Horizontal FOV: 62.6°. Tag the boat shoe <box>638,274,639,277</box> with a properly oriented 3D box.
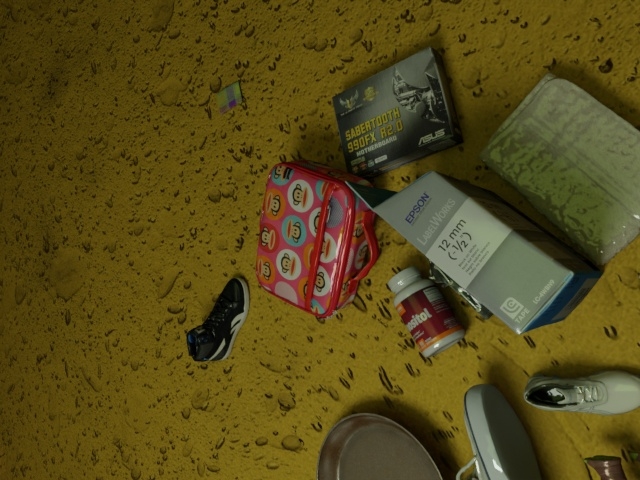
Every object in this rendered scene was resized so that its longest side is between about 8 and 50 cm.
[{"bbox_3d":[0.522,0.061,0.741,0.125,0.046,0.038,30,110,42],"label":"boat shoe"}]

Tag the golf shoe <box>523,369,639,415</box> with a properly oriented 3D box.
[{"bbox_3d":[0.397,0.237,0.796,0.176,0.086,0.069,-16,77,33],"label":"golf shoe"}]

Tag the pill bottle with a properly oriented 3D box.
[{"bbox_3d":[0.187,0.127,0.954,0.086,0.086,0.152,-42,64,27],"label":"pill bottle"}]

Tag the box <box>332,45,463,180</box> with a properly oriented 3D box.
[{"bbox_3d":[0.144,-0.238,1.025,0.231,0.056,0.183,-18,78,34],"label":"box"}]

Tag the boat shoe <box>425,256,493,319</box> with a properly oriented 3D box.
[{"bbox_3d":[0.227,0.050,0.935,0.219,0.078,0.070,44,111,28],"label":"boat shoe"}]

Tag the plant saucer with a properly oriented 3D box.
[{"bbox_3d":[0.120,0.480,0.991,0.310,0.050,0.310,-1,89,42],"label":"plant saucer"}]

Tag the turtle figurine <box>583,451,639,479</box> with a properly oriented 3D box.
[{"bbox_3d":[0.436,0.411,0.721,0.269,0.087,0.217,-11,71,14],"label":"turtle figurine"}]

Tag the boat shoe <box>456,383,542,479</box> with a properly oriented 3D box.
[{"bbox_3d":[0.281,0.424,0.853,0.156,0.136,0.367,-27,82,35],"label":"boat shoe"}]

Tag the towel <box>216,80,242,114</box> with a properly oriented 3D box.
[{"bbox_3d":[-0.231,-0.362,1.335,0.083,0.009,0.060,-21,74,33],"label":"towel"}]

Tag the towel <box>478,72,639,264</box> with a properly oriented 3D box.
[{"bbox_3d":[0.406,-0.118,0.833,0.187,0.049,0.282,-51,62,24],"label":"towel"}]

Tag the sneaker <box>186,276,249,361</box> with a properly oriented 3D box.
[{"bbox_3d":[-0.247,0.193,1.245,0.079,0.121,0.217,23,101,34],"label":"sneaker"}]

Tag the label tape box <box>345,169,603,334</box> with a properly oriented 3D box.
[{"bbox_3d":[0.240,-0.019,0.822,0.347,0.249,0.115,46,113,29],"label":"label tape box"}]

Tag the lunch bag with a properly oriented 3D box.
[{"bbox_3d":[0.000,0.000,1.060,0.258,0.120,0.293,23,114,33],"label":"lunch bag"}]
